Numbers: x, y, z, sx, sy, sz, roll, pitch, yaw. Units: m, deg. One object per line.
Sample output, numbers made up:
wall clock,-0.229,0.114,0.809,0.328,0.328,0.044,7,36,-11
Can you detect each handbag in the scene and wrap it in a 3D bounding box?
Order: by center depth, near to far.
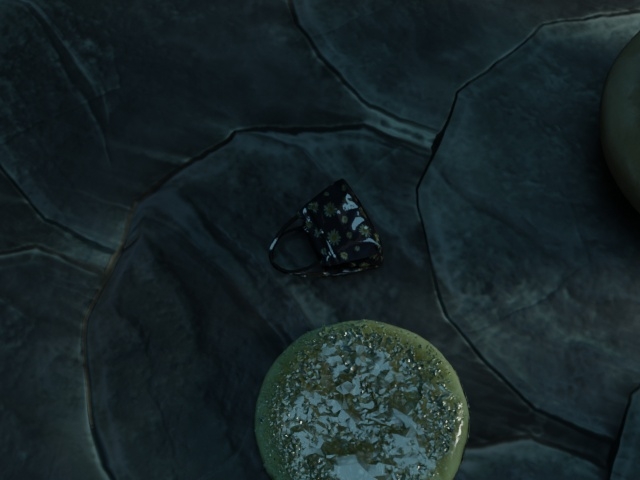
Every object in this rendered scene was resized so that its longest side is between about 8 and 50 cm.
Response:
handbag,0.000,0.000,1.479,0.139,0.072,0.115,-25,70,-7

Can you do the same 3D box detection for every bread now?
bread,0.052,0.213,1.401,0.267,0.040,0.267,0,65,-1

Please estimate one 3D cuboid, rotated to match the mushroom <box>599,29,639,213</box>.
mushroom,0.533,-0.158,1.436,0.362,0.294,0.362,0,67,1
